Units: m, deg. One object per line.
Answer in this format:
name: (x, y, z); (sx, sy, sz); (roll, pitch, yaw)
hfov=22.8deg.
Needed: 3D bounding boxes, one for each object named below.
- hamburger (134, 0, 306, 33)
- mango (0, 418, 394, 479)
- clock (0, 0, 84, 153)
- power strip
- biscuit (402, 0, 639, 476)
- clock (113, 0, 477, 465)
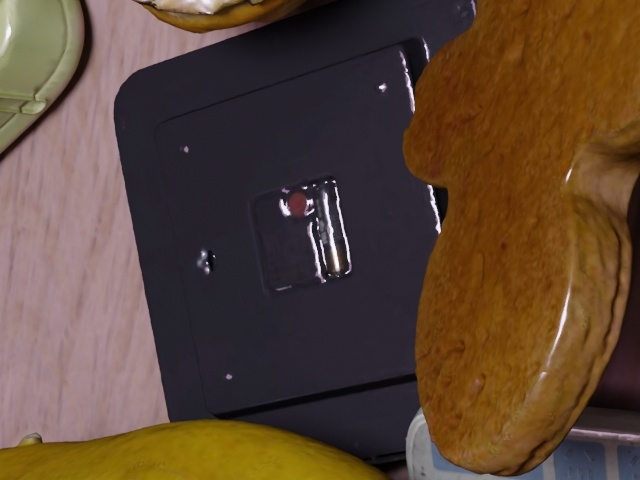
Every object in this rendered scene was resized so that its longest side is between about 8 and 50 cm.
hamburger: (-0.046, -0.241, 0.920); (0.244, 0.163, 0.244); (0, 90, 24)
mango: (-0.087, 0.239, 0.915); (0.445, 0.220, 0.301); (15, 109, 30)
clock: (-0.314, -0.184, 1.119); (0.235, 0.096, 0.308); (-40, 70, 26)
power strip: (0.149, 0.129, 0.857); (0.226, 0.029, 0.080); (2, 113, 25)
biscuit: (0.130, -0.097, 0.768); (0.283, 0.064, 0.432); (164, 118, -67)
clock: (0.000, 0.000, 0.957); (0.273, 0.049, 0.279); (-16, 82, 31)
